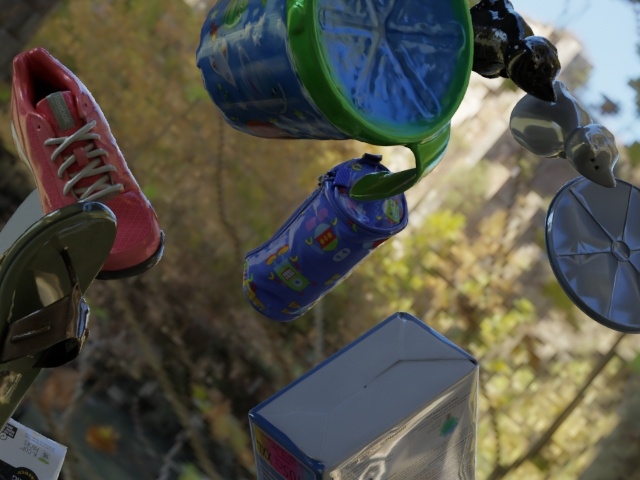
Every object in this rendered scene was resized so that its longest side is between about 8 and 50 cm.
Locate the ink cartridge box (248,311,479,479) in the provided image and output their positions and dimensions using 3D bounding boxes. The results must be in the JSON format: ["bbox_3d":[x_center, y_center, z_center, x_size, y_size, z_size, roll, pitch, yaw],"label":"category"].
[{"bbox_3d":[0.064,0.326,2.050,0.151,0.270,0.395,36,-35,37],"label":"ink cartridge box"}]

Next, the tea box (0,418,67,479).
[{"bbox_3d":[-0.616,0.407,2.376,0.329,0.323,0.220,32,-42,-20],"label":"tea box"}]

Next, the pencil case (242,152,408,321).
[{"bbox_3d":[0.000,0.000,2.169,0.133,0.119,0.306,36,-41,-9],"label":"pencil case"}]

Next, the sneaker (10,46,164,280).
[{"bbox_3d":[-0.267,-0.085,1.658,0.314,0.116,0.136,54,-18,36],"label":"sneaker"}]

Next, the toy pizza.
[{"bbox_3d":[0.343,0.017,1.820,0.201,0.201,0.032,41,-34,-5],"label":"toy pizza"}]

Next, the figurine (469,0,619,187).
[{"bbox_3d":[0.256,-0.163,1.786,0.215,0.092,0.209,51,3,-23],"label":"figurine"}]

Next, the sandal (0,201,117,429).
[{"bbox_3d":[-0.274,0.096,1.524,0.086,0.302,0.120,36,15,29],"label":"sandal"}]

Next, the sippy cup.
[{"bbox_3d":[0.000,-0.200,1.602,0.240,0.305,0.224,8,-9,-42],"label":"sippy cup"}]

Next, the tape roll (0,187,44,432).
[{"bbox_3d":[-0.396,0.115,1.884,0.072,0.392,0.392,29,2,-18],"label":"tape roll"}]
